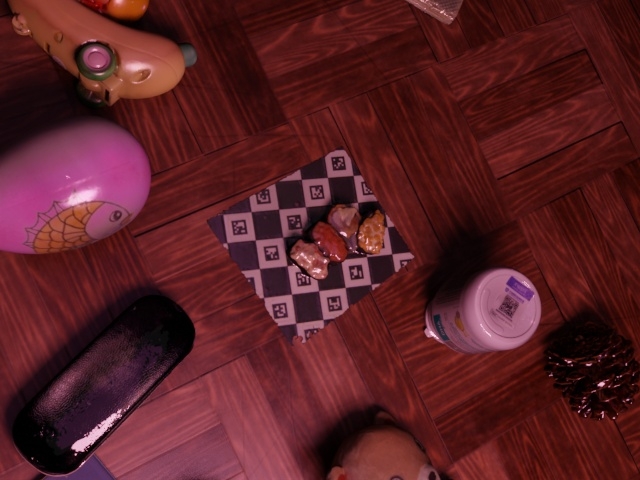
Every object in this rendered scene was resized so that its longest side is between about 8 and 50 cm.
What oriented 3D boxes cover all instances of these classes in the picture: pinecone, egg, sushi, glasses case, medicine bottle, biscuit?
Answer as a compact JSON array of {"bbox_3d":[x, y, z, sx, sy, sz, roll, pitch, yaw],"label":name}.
[{"bbox_3d":[0.491,0.244,1.454,0.163,0.163,0.165,-31,107,-21],"label":"pinecone"},{"bbox_3d":[-0.387,-0.079,1.210,0.271,0.196,0.196,-20,86,-3],"label":"egg"},{"bbox_3d":[0.000,0.000,1.393,0.290,0.050,0.264,-33,90,-21],"label":"sushi"},{"bbox_3d":[-0.320,0.212,1.227,0.122,0.075,0.314,41,66,3],"label":"glasses case"},{"bbox_3d":[0.259,0.122,1.364,0.135,0.215,0.134,4,78,-18],"label":"medicine bottle"},{"bbox_3d":[0.240,-0.527,1.584,0.121,0.040,0.199,28,71,-13],"label":"biscuit"}]

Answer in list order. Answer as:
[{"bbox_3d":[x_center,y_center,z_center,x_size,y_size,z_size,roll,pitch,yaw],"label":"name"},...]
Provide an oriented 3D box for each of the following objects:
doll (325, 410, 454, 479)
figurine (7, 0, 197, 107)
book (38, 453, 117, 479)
[{"bbox_3d":[0.139,0.443,1.294,0.329,0.174,0.235,58,39,-3],"label":"doll"},{"bbox_3d":[-0.357,-0.360,1.312,0.324,0.124,0.222,41,70,-2],"label":"figurine"},{"bbox_3d":[-0.339,0.464,1.201,0.191,0.025,0.269,-40,93,-22],"label":"book"}]
